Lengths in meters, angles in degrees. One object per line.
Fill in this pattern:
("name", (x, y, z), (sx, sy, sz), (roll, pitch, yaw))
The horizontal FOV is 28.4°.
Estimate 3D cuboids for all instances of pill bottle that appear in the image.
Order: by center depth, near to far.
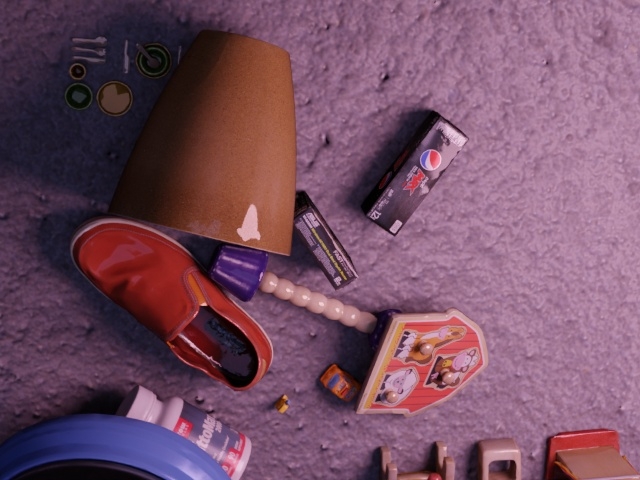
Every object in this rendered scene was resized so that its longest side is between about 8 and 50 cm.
("pill bottle", (-0.197, 0.280, 1.759), (0.180, 0.108, 0.108), (32, 100, -14))

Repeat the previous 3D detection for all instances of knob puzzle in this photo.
("knob puzzle", (0.159, 0.178, 1.775), (0.213, 0.030, 0.213), (-15, 130, -19))

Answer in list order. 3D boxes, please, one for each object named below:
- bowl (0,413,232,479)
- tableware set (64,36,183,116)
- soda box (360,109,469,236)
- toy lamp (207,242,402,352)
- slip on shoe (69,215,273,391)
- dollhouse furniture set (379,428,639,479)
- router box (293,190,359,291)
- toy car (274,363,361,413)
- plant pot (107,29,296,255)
("bowl", (-0.292, 0.413, 1.741), (0.391, 0.077, 0.391), (2, 121, 4))
("tableware set", (-0.256, -0.211, 1.657), (0.154, 0.024, 0.104), (4, 106, -8))
("soda box", (0.127, -0.091, 1.716), (0.053, 0.060, 0.169), (35, 100, -13))
("toy lamp", (-0.023, 0.077, 1.740), (0.275, 0.080, 0.080), (23, 102, -15))
("slip on shoe", (-0.196, 0.086, 1.709), (0.331, 0.101, 0.123), (41, 99, -14))
("dollhouse furniture set", (0.282, 0.387, 1.798), (0.374, 0.201, 0.152), (-4, 106, -6))
("router box", (0.000, 0.000, 1.711), (0.038, 0.092, 0.122), (-34, 106, 3))
("toy car", (-0.001, 0.228, 1.803), (0.122, 0.040, 0.060), (-33, 107, 3))
("plant pot", (-0.123, -0.128, 1.608), (0.237, 0.237, 0.254), (14, 90, -10))
